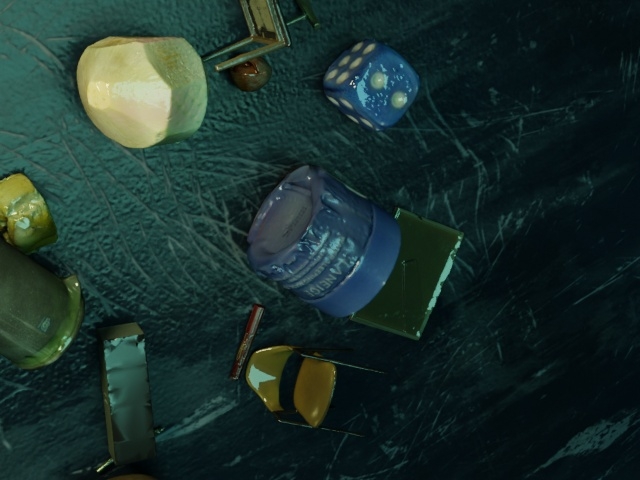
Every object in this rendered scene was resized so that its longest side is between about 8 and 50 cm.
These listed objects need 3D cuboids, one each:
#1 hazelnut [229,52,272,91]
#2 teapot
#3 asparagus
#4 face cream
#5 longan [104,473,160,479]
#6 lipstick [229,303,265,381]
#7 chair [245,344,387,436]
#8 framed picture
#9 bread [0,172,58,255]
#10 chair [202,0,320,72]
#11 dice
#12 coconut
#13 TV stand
[{"bbox_3d":[-0.134,-0.325,1.775,0.087,0.086,0.086,-8,108,-24],"label":"hazelnut"},{"bbox_3d":[-0.587,0.111,1.585,0.270,0.200,0.337,-51,138,-6],"label":"teapot"},{"bbox_3d":[-0.397,0.434,1.915,0.163,0.016,0.016,-33,90,-14],"label":"asparagus"},{"bbox_3d":[0.000,0.000,1.845,0.225,0.249,0.249,31,90,-27],"label":"face cream"},{"bbox_3d":[-0.409,0.585,1.839,0.246,0.215,0.245,-11,105,-49],"label":"longan"},{"bbox_3d":[-0.157,0.220,1.961,0.027,0.027,0.176,15,100,-29],"label":"lipstick"},{"bbox_3d":[-0.017,0.314,1.989,0.247,0.172,0.158,11,101,-35],"label":"chair"},{"bbox_3d":[0.201,0.080,2.097,0.209,0.019,0.281,21,95,-30],"label":"framed picture"},{"bbox_3d":[-0.528,-0.035,1.658,0.103,0.110,0.156,-34,120,-21],"label":"bread"},{"bbox_3d":[-0.120,-0.441,1.697,0.272,0.166,0.188,-26,114,-17],"label":"chair"},{"bbox_3d":[0.103,-0.312,1.858,0.146,0.146,0.143,43,83,-29],"label":"dice"},{"bbox_3d":[-0.319,-0.262,1.619,0.237,0.237,0.197,-7,112,-24],"label":"coconut"},{"bbox_3d":[-0.389,0.306,1.834,0.088,0.083,0.269,-9,105,-20],"label":"TV stand"}]
